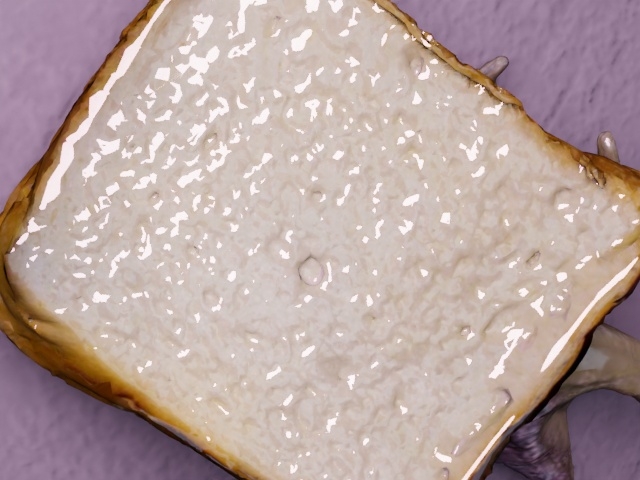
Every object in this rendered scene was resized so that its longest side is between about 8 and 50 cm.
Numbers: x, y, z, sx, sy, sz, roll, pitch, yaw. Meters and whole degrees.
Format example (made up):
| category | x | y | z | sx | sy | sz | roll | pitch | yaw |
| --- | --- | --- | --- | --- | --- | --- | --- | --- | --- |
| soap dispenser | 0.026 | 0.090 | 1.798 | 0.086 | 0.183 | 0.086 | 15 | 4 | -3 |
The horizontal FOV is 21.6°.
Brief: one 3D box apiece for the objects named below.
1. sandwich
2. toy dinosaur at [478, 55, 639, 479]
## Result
| category | x | y | z | sx | sy | sz | roll | pitch | yaw |
| --- | --- | --- | --- | --- | --- | --- | --- | --- | --- |
| sandwich | 0.000 | 0.000 | 0.753 | 0.251 | 0.087 | 0.226 | 34 | 88 | -14 |
| toy dinosaur | 0.097 | 0.021 | 0.857 | 0.162 | 0.077 | 0.294 | -36 | 105 | 2 |
